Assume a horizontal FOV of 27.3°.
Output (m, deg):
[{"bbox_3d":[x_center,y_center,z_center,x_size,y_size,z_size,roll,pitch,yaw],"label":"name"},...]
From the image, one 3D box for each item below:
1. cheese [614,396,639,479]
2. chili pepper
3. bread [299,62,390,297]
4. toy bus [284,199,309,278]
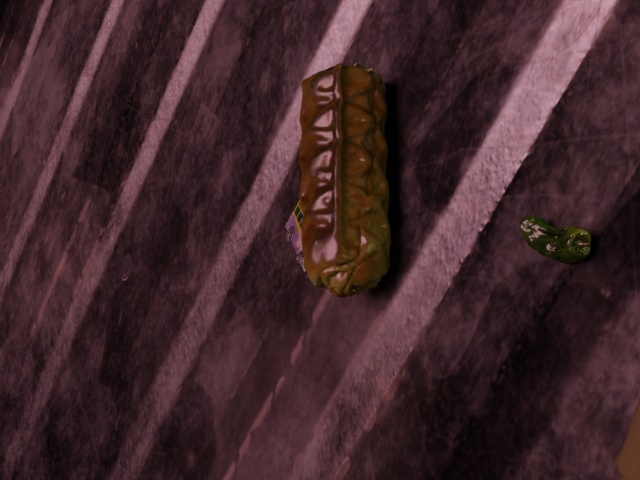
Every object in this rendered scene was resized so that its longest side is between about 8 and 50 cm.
[{"bbox_3d":[0.273,0.196,0.935,0.175,0.091,0.202,36,110,60],"label":"cheese"},{"bbox_3d":[0.213,0.000,1.184,0.030,0.034,0.091,-46,26,-12],"label":"chili pepper"},{"bbox_3d":[0.028,-0.066,1.461,0.087,0.098,0.269,123,149,-65],"label":"bread"},{"bbox_3d":[0.000,0.000,1.529,0.058,0.052,0.102,-62,31,27],"label":"toy bus"}]
